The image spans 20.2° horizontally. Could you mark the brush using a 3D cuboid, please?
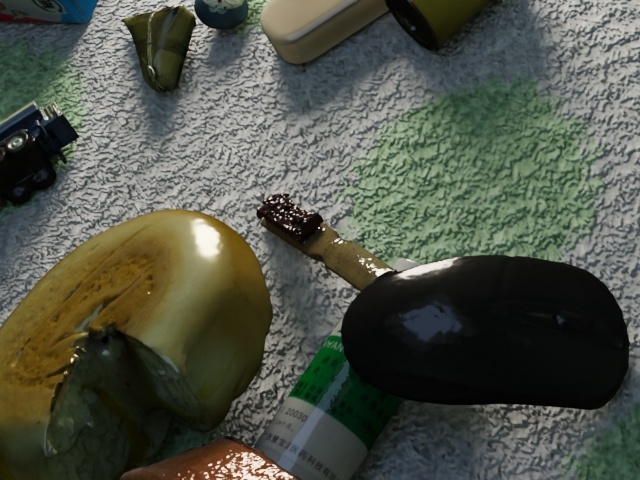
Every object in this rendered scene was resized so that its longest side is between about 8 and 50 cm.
[{"bbox_3d":[0.000,0.000,1.792,0.043,0.036,0.248,-44,31,-7],"label":"brush"}]

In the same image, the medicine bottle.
[{"bbox_3d":[0.031,0.138,1.705,0.095,0.095,0.260,22,68,32],"label":"medicine bottle"}]

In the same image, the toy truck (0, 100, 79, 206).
[{"bbox_3d":[-0.373,-0.085,2.033,0.202,0.074,0.088,-33,47,-1],"label":"toy truck"}]

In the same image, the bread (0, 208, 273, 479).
[{"bbox_3d":[-0.190,0.118,1.761,0.333,0.160,0.333,-25,36,20],"label":"bread"}]

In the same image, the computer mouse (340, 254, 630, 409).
[{"bbox_3d":[0.156,0.081,1.637,0.270,0.086,0.137,2,67,-4],"label":"computer mouse"}]

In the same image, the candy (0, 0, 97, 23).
[{"bbox_3d":[-0.408,-0.356,2.214,0.306,0.100,0.157,5,61,24],"label":"candy"}]

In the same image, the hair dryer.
[{"bbox_3d":[0.083,-0.352,1.922,0.135,0.278,0.090,-42,11,-7],"label":"hair dryer"}]

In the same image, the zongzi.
[{"bbox_3d":[-0.203,-0.218,2.072,0.113,0.052,0.104,-1,63,38],"label":"zongzi"}]

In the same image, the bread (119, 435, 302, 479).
[{"bbox_3d":[-0.096,0.278,1.614,0.123,0.190,0.244,-15,30,-35],"label":"bread"}]

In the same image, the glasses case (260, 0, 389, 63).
[{"bbox_3d":[0.026,-0.274,2.008,0.196,0.050,0.083,-32,50,-1],"label":"glasses case"}]

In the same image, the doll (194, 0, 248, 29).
[{"bbox_3d":[-0.106,-0.280,2.069,0.076,0.050,0.083,13,61,9],"label":"doll"}]
